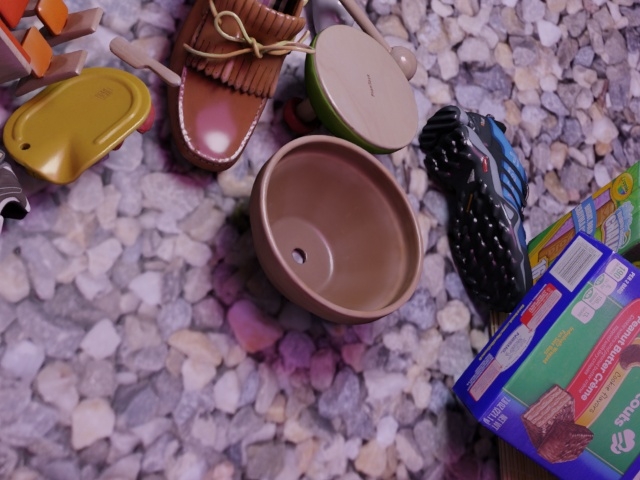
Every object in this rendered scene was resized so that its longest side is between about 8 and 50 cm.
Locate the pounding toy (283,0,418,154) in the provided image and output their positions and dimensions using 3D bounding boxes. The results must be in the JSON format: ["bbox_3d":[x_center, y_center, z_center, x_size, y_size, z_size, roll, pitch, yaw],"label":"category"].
[{"bbox_3d":[0.030,-0.193,1.774,0.183,0.110,0.237,38,41,-24],"label":"pounding toy"}]

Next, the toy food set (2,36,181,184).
[{"bbox_3d":[-0.255,-0.127,1.524,0.128,0.071,0.218,28,53,25],"label":"toy food set"}]

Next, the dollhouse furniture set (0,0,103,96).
[{"bbox_3d":[-0.337,-0.260,1.408,0.262,0.135,0.259,56,32,-39],"label":"dollhouse furniture set"}]

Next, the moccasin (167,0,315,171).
[{"bbox_3d":[-0.079,-0.265,1.642,0.139,0.147,0.380,28,77,-18],"label":"moccasin"}]

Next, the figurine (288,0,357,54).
[{"bbox_3d":[-0.047,-0.347,1.810,0.215,0.092,0.209,-18,88,-42],"label":"figurine"}]

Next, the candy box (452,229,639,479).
[{"bbox_3d":[0.376,0.188,1.700,0.317,0.268,0.122,35,7,-19],"label":"candy box"}]

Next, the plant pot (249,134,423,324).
[{"bbox_3d":[0.000,0.000,1.640,0.237,0.110,0.237,18,58,-31],"label":"plant pot"}]

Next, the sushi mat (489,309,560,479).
[{"bbox_3d":[0.292,0.249,1.798,0.151,0.019,0.316,17,58,-31],"label":"sushi mat"}]

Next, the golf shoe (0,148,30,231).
[{"bbox_3d":[-0.375,-0.020,1.383,0.094,0.077,0.198,52,48,-5],"label":"golf shoe"}]

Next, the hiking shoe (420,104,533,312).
[{"bbox_3d":[0.247,-0.049,1.853,0.132,0.113,0.304,-1,68,-37],"label":"hiking shoe"}]

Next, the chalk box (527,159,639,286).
[{"bbox_3d":[0.436,0.030,1.821,0.180,0.289,0.179,37,38,-19],"label":"chalk box"}]
